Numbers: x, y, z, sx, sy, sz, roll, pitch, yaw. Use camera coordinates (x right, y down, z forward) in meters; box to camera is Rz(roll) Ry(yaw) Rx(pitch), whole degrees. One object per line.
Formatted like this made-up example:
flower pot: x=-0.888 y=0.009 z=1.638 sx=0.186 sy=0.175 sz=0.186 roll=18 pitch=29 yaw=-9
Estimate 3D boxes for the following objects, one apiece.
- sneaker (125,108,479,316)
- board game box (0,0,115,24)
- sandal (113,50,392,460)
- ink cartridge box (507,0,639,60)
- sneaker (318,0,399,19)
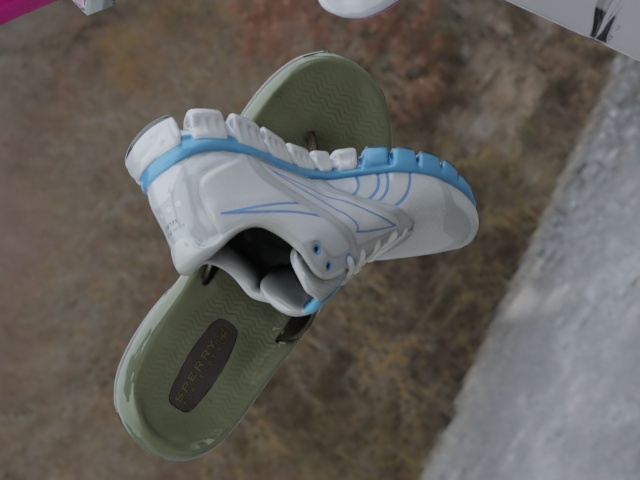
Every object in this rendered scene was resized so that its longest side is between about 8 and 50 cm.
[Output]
sneaker: x=0.000 y=0.000 z=0.750 sx=0.071 sy=0.191 sz=0.083 roll=-45 pitch=50 yaw=41
board game box: x=-0.140 y=-0.267 z=0.313 sx=0.050 sy=0.390 sz=0.390 roll=-27 pitch=-6 yaw=-14
sandal: x=-0.031 y=0.014 z=1.093 sx=0.302 sy=0.120 sz=0.086 roll=-64 pitch=18 yaw=-11
ink cartridge box: x=0.352 y=-0.339 z=1.690 sx=0.285 sy=0.395 sz=0.166 roll=-65 pitch=17 yaw=12
sneaker: x=0.068 y=-0.213 z=0.774 sx=0.236 sy=0.104 sz=0.095 roll=-36 pitch=28 yaw=15
